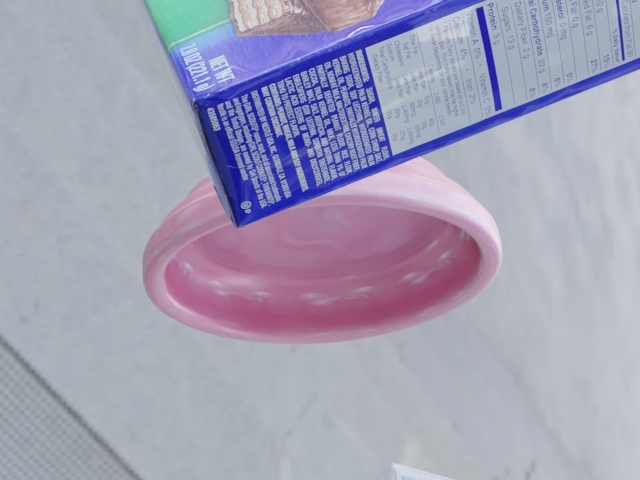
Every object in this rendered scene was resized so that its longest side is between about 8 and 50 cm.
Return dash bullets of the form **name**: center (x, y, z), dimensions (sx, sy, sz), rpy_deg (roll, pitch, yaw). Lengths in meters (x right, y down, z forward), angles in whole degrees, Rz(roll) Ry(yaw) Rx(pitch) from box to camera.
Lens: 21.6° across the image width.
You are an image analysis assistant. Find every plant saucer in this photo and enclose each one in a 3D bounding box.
- **plant saucer**: center (0.000, 0.000, 1.562), dimensions (0.332, 0.332, 0.084), rpy_deg (35, 44, -54)

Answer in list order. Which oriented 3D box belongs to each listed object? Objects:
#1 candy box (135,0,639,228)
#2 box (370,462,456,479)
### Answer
- **candy box**: center (0.041, -0.186, 1.071), dimensions (0.122, 0.317, 0.268), rpy_deg (74, -8, -47)
- **box**: center (0.054, 0.283, 1.372), dimensions (0.114, 0.203, 0.103), rpy_deg (19, 47, -25)
